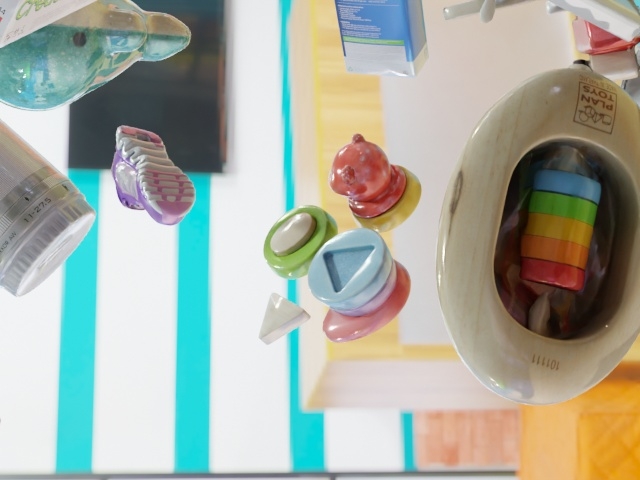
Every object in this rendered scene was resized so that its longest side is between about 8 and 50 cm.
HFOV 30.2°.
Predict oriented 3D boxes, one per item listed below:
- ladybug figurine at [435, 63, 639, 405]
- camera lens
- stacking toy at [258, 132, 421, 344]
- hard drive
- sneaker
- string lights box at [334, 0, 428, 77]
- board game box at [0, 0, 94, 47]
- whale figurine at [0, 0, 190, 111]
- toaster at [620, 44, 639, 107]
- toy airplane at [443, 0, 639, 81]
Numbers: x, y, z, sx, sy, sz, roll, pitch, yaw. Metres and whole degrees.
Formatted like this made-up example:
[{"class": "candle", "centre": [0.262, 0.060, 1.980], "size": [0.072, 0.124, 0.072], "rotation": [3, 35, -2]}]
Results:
[{"class": "ladybug figurine", "centre": [0.292, -0.010, 1.551], "size": [0.162, 0.305, 0.449], "rotation": [162, 125, -76]}, {"class": "camera lens", "centre": [-0.548, -0.066, 2.004], "size": [0.219, 0.274, 0.219], "rotation": [-49, -2, -2]}, {"class": "stacking toy", "centre": [0.000, 0.000, 1.805], "size": [0.130, 0.280, 0.309], "rotation": [47, -144, -40]}, {"class": "hard drive", "centre": [0.271, -0.382, 1.535], "size": [0.040, 0.308, 0.203], "rotation": [-49, 39, 34]}, {"class": "sneaker", "centre": [-0.276, -0.083, 1.888], "size": [0.104, 0.095, 0.236], "rotation": [-61, 38, 22]}, {"class": "string lights box", "centre": [0.096, -0.405, 1.986], "size": [0.076, 0.133, 0.259], "rotation": [-57, -33, -43]}, {"class": "board game box", "centre": [-0.250, -0.261, 0.938], "size": [0.053, 0.193, 0.305], "rotation": [-53, 2, 28]}, {"class": "whale figurine", "centre": [-0.271, -0.211, 1.308], "size": [0.216, 0.272, 0.141], "rotation": [9, 98, 37]}, {"class": "toaster", "centre": [0.602, -0.243, 2.039], "size": [0.146, 0.129, 0.227], "rotation": [12, 86, 48]}, {"class": "toy airplane", "centre": [0.443, -0.423, 1.882], "size": [0.384, 0.386, 0.272], "rotation": [22, 137, 52]}]
